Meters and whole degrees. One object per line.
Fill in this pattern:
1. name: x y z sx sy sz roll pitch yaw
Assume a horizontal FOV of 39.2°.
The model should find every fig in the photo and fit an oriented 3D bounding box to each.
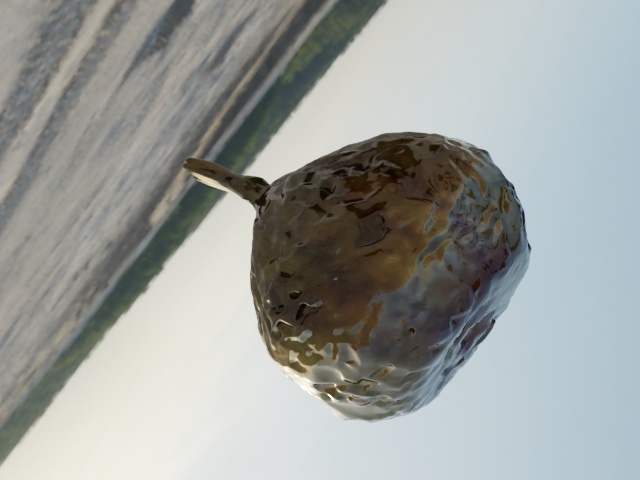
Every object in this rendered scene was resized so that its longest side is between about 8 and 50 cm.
1. fig: 0.000 0.000 0.870 0.286 0.369 0.286 -51 158 -30
